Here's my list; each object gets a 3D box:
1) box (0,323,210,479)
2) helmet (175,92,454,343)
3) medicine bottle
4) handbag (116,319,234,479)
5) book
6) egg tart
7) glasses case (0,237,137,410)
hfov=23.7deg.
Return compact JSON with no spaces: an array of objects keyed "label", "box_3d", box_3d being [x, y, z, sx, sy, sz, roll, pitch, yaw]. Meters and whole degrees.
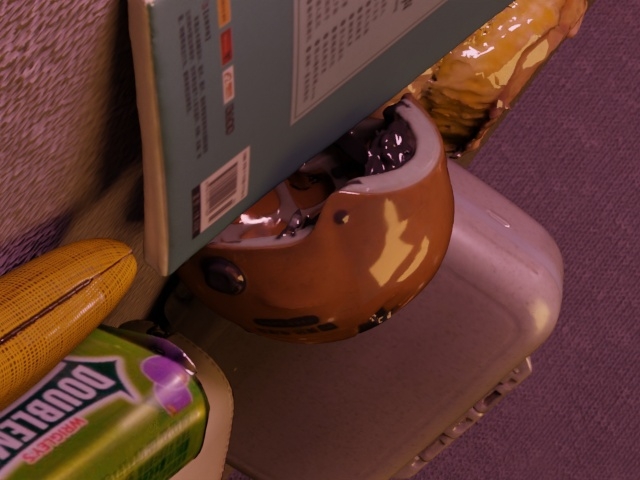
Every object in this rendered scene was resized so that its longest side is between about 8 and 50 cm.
[{"label":"box","box_3d":[-0.206,0.152,0.870,0.345,0.134,0.097,-34,139,-55]},{"label":"helmet","box_3d":[0.000,0.000,1.082,0.224,0.130,0.198,-17,-159,32]},{"label":"medicine bottle","box_3d":[0.021,0.075,1.321,0.375,0.282,0.123,-47,-164,39]},{"label":"handbag","box_3d":[-0.219,0.224,1.088,0.358,0.160,0.236,-38,156,-56]},{"label":"book","box_3d":[0.030,-0.160,0.947,0.379,0.031,0.264,-40,157,-27]},{"label":"egg tart","box_3d":[0.135,-0.188,1.337,0.352,0.150,0.352,-49,175,-6]},{"label":"glasses case","box_3d":[-0.185,0.059,0.869,0.079,0.064,0.234,-35,-178,31]}]
